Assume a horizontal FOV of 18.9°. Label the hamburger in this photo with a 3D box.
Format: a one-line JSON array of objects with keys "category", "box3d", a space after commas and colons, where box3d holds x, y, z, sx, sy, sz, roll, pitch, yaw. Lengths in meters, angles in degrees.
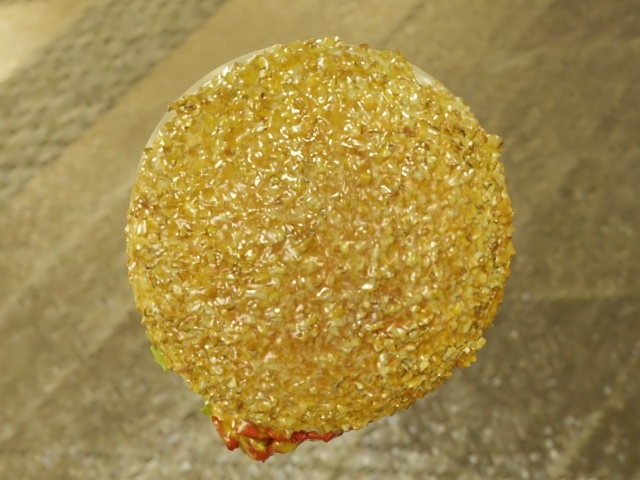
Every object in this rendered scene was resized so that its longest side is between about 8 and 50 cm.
[{"category": "hamburger", "box3d": [0.000, 0.000, 1.341, 0.276, 0.294, 0.179, -20, 22, -8]}]
